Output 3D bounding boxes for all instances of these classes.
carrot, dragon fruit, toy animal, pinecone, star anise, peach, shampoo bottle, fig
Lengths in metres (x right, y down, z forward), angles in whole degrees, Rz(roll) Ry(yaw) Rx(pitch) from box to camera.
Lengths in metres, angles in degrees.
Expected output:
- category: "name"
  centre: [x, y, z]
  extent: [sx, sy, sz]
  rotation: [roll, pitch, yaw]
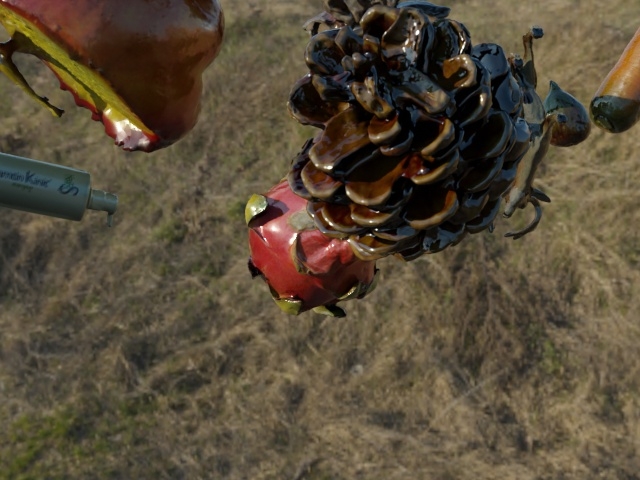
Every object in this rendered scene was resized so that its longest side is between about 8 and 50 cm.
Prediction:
- category: "carrot"
  centre: [0.489, -0.254, 1.203]
  extent: [0.087, 0.193, 0.087]
  rotation: [35, -5, 3]
- category: "dragon fruit"
  centre: [-0.002, 0.002, 1.124]
  extent: [0.224, 0.224, 0.227]
  rotation: [-2, 5, 4]
- category: "toy animal"
  centre: [0.292, -0.147, 1.109]
  extent: [0.087, 0.243, 0.260]
  rotation: [4, -20, 8]
- category: "pinecone"
  centre: [0.087, -0.105, 0.750]
  extent: [0.243, 0.257, 0.243]
  rotation: [3, 62, -6]
- category: "star anise"
  centre: [0.105, -0.454, 1.624]
  extent: [0.331, 0.332, 0.117]
  rotation: [6, 50, 25]
- category: "peach"
  centre: [-0.337, -0.356, 1.285]
  extent: [0.310, 0.406, 0.335]
  rotation: [-55, 9, -20]
- category: "shampoo bottle"
  centre: [-0.453, -0.085, 1.238]
  extent: [0.262, 0.085, 0.085]
  rotation: [12, 13, -23]
- category: "fig"
  centre: [0.541, -0.285, 1.751]
  extent: [0.109, 0.155, 0.103]
  rotation: [-4, -7, -27]
